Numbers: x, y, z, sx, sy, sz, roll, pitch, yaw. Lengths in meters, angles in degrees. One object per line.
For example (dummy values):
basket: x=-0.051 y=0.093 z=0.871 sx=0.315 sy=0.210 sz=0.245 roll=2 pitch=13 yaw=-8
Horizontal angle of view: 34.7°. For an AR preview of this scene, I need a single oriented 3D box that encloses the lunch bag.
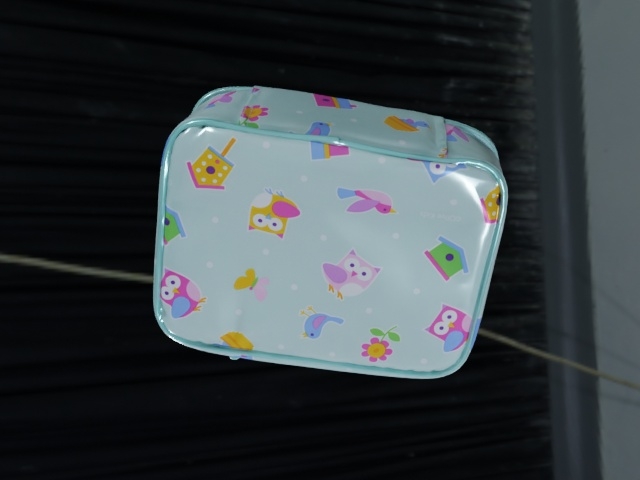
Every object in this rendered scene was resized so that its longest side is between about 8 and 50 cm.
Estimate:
lunch bag: x=0.000 y=0.000 z=0.839 sx=0.108 sy=0.279 sz=0.224 roll=-78 pitch=-4 yaw=-63
